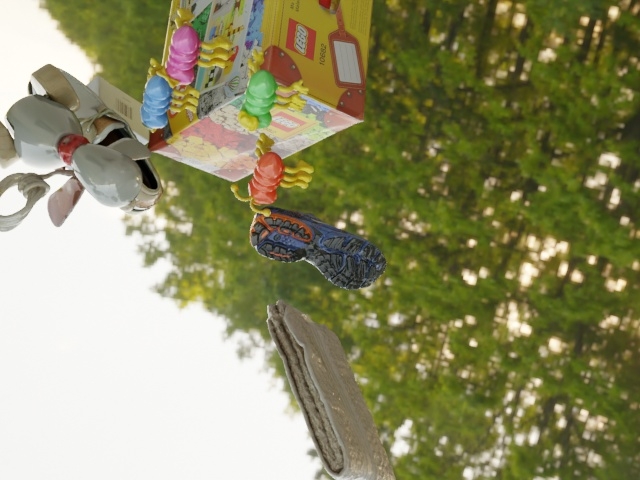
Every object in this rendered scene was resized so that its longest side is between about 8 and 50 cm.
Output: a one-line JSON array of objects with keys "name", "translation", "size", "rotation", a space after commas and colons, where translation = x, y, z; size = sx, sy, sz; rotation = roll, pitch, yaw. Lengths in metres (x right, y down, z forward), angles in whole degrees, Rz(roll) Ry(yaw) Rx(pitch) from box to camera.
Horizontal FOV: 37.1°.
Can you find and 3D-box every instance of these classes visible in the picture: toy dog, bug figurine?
[{"name": "toy dog", "translation": [-0.358, -0.109, 1.362], "size": [0.220, 0.161, 0.333], "rotation": [-27, -133, -3]}, {"name": "bug figurine", "translation": [-0.133, -0.165, 1.217], "size": [0.279, 0.216, 0.072], "rotation": [34, -130, 15]}]

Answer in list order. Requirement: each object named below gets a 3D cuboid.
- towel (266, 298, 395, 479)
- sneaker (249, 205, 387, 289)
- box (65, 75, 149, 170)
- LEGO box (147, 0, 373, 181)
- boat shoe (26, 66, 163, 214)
[{"name": "towel", "translation": [0.018, 0.221, 1.360], "size": [0.187, 0.049, 0.282], "rotation": [38, -156, -56]}, {"name": "sneaker", "translation": [0.000, 0.000, 1.385], "size": [0.221, 0.083, 0.087], "rotation": [24, -158, -21]}, {"name": "box", "translation": [-0.433, -0.211, 1.826], "size": [0.130, 0.170, 0.091], "rotation": [33, -143, -44]}, {"name": "LEGO box", "translation": [-0.094, -0.398, 1.645], "size": [0.193, 0.500, 0.372], "rotation": [20, 155, -34]}, {"name": "boat shoe", "translation": [-0.375, -0.184, 1.635], "size": [0.113, 0.302, 0.103], "rotation": [-46, -171, -29]}]
